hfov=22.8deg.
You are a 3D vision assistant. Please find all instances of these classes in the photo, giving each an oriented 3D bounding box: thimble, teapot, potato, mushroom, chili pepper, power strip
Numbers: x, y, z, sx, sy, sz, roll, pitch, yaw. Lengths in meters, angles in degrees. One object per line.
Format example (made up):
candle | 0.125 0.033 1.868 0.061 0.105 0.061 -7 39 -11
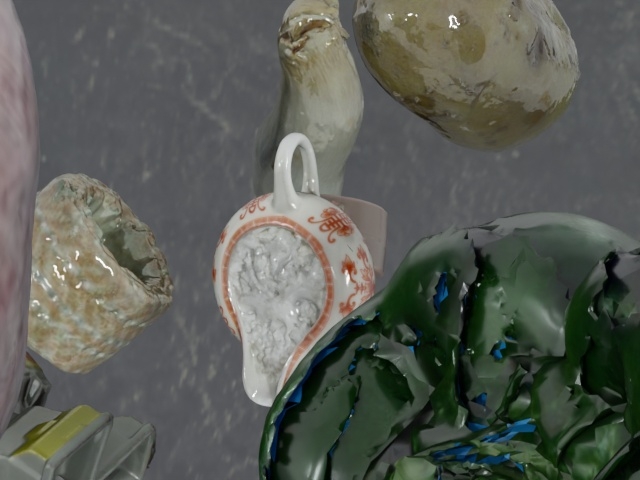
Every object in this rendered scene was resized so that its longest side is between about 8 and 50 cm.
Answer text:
thimble | -0.265 0.033 1.762 0.148 0.229 0.196 -37 85 10
teapot | -0.024 0.022 1.458 0.159 0.246 0.116 5 15 40
potato | 0.128 -0.160 1.360 0.262 0.165 0.165 11 41 -57
mushroom | -0.019 -0.172 2.136 0.126 0.397 0.177 -14 68 -18
chili pepper | 0.109 0.121 0.499 0.256 0.233 0.248 24 8 -22
power strip | 0.000 0.000 1.777 0.154 0.154 0.078 7 79 -8

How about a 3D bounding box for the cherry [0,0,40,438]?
cherry | -0.277 0.008 0.788 0.291 0.326 0.335 13 84 -20

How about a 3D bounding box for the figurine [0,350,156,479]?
figurine | -0.294 0.125 1.273 0.285 0.342 0.167 30 65 16
